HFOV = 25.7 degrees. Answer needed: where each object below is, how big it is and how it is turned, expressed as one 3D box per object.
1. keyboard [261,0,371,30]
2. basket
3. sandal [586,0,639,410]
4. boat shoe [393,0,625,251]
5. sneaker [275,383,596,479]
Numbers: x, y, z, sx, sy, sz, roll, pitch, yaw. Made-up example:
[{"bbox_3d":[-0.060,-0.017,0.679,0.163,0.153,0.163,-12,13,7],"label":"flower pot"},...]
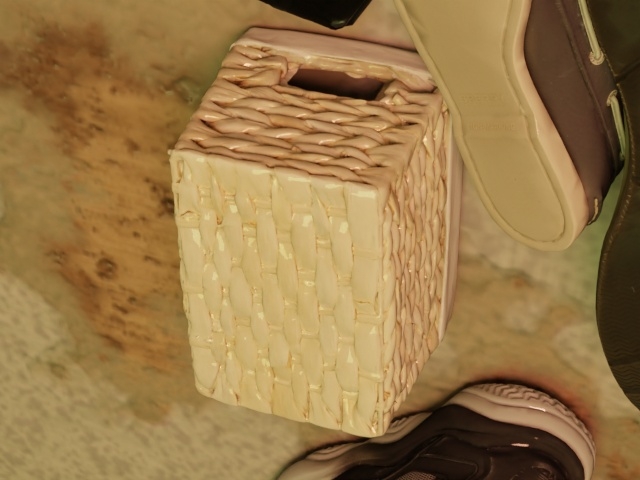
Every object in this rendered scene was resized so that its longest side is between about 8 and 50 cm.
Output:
[{"bbox_3d":[0.015,-0.173,0.576,0.100,0.038,0.192,19,136,-24],"label":"keyboard"},{"bbox_3d":[0.000,0.000,0.667,0.113,0.103,0.167,11,132,16],"label":"basket"},{"bbox_3d":[0.176,-0.042,0.572,0.120,0.086,0.302,7,120,30],"label":"sandal"},{"bbox_3d":[0.082,-0.095,0.589,0.075,0.065,0.206,13,133,46],"label":"boat shoe"},{"bbox_3d":[0.028,0.186,0.773,0.101,0.153,0.268,43,131,-13],"label":"sneaker"}]
